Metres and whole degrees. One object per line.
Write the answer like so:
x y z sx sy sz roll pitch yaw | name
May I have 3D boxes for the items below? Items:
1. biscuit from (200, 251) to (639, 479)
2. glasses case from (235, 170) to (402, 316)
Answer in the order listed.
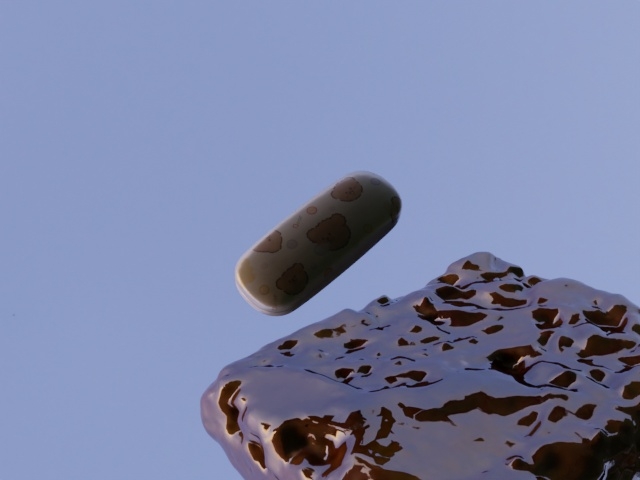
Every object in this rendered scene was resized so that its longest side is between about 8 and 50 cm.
0.135 0.167 0.866 0.395 0.342 0.166 -21 -61 -30 | biscuit
0.000 0.000 0.804 0.164 0.041 0.063 -38 -111 -23 | glasses case
